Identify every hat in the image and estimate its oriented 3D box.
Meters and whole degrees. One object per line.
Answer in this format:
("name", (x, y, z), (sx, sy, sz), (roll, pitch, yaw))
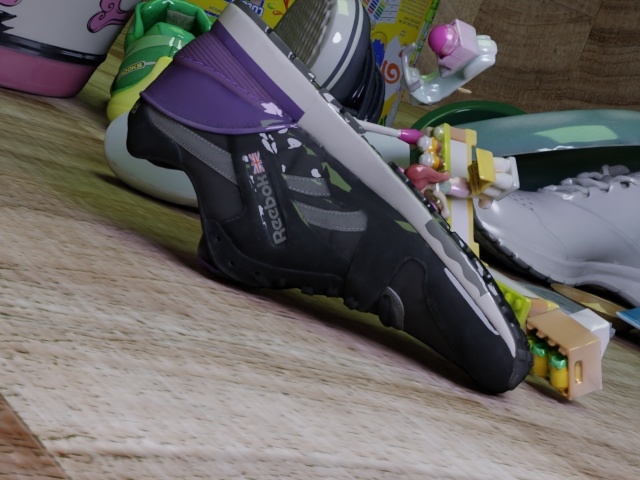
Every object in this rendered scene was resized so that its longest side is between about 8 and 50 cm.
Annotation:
("hat", (0.183, -0.045, 1.892), (0.173, 0.184, 0.208), (17, 48, 22))

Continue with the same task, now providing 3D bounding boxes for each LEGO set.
("LEGO set", (0.076, -0.006, 1.047), (0.107, 0.132, 0.287), (11, 47, -32))

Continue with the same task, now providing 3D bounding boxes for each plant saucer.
("plant saucer", (0.229, 0.059, 1.361), (0.083, 0.015, 0.083), (20, 8, -3))
("plant saucer", (0.195, -0.081, 1.561), (0.317, 0.044, 0.317), (-5, -5, 0))

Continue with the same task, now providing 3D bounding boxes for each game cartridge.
("game cartridge", (0.188, 0.055, 1.293), (0.056, 0.017, 0.083), (19, 8, -36))

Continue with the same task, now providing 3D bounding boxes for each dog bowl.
("dog bowl", (-0.360, -0.258, 1.513), (0.408, 0.150, 0.408), (21, 8, -3))

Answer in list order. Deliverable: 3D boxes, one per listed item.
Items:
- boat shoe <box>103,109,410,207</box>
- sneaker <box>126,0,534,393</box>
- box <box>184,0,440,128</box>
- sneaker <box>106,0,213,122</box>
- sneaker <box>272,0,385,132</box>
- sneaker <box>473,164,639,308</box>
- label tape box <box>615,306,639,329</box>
("boat shoe", (-0.042, -0.046, 1.181), (0.228, 0.080, 0.076), (2, -28, -5))
("sneaker", (0.000, 0.000, 0.958), (0.283, 0.124, 0.107), (48, 2, 16))
("box", (-0.017, -0.244, 1.799), (0.177, 0.279, 0.290), (25, 9, 23))
("sneaker", (-0.134, -0.161, 1.517), (0.109, 0.124, 0.295), (19, 8, -9))
("sneaker", (0.006, -0.141, 1.485), (0.127, 0.126, 0.321), (21, -13, -14))
("sneaker", (0.249, -0.017, 1.510), (0.297, 0.129, 0.111), (14, 12, -33))
("label tape box", (0.442, 0.087, 1.337), (0.347, 0.115, 0.249), (28, 11, 20))
